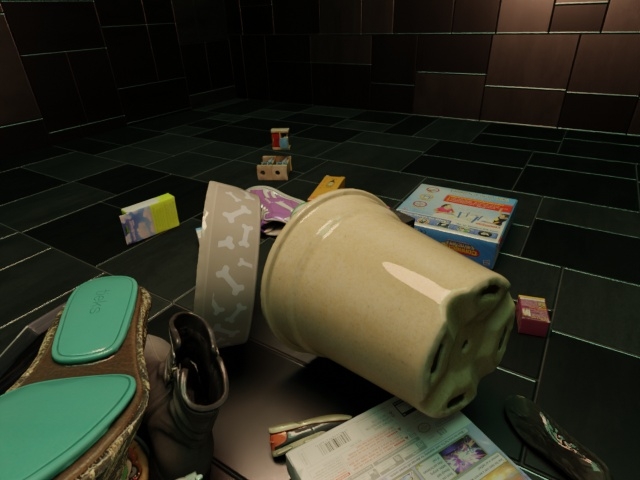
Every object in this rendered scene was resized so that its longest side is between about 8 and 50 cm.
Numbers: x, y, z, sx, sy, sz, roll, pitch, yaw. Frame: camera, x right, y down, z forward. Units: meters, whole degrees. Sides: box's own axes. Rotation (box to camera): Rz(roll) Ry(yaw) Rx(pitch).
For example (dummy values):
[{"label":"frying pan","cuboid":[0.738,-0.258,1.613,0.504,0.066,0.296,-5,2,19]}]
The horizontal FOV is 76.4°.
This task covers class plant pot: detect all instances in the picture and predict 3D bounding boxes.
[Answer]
[{"label":"plant pot","cuboid":[0.122,0.108,0.674,0.334,0.333,0.306,-23,31,-31]}]

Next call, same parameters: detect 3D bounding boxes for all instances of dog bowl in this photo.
[{"label":"dog bowl","cuboid":[-0.188,0.053,0.831,0.103,0.348,0.348,6,28,-12]}]

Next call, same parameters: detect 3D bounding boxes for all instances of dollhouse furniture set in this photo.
[{"label":"dollhouse furniture set","cuboid":[-0.197,-0.361,1.697,0.129,0.183,0.129,1,30,5]}]

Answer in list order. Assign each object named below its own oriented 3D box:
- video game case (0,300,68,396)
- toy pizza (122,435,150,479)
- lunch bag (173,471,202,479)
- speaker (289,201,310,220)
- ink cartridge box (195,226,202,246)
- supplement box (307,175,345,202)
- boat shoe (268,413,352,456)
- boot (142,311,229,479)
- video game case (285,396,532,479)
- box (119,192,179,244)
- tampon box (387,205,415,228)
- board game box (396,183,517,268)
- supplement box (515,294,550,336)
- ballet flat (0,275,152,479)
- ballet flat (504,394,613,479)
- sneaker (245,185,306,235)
[{"label":"video game case","cuboid":[-0.490,0.208,0.641,0.274,0.026,0.196,-49,11,1]},{"label":"toy pizza","cuboid":[-0.351,0.359,0.589,0.202,0.032,0.201,-2,29,1]},{"label":"lunch bag","cuboid":[-0.192,0.346,0.371,0.224,0.262,0.160,-18,33,-24]},{"label":"speaker","cuboid":[0.000,0.000,1.104,0.131,0.131,0.296,-10,31,-13]},{"label":"ink cartridge box","cuboid":[-0.348,-0.001,1.208,0.028,0.048,0.083,-13,31,-19]},{"label":"supplement box","cuboid":[0.024,-0.154,1.428,0.078,0.080,0.233,7,32,15]},{"label":"boat shoe","cuboid":[-0.014,0.308,0.649,0.137,0.049,0.043,-7,72,-13]},{"label":"boot","cuboid":[-0.229,0.201,0.650,0.118,0.222,0.338,-1,27,-39]},{"label":"video game case","cuboid":[0.126,0.342,0.556,0.270,0.061,0.244,-17,31,-24]},{"label":"box","cuboid":[-0.541,-0.069,1.280,0.043,0.108,0.178,27,41,35]},{"label":"tampon box","cuboid":[0.158,0.013,1.036,0.121,0.160,0.102,-22,35,-31]},{"label":"board game box","cuboid":[0.396,-0.058,1.221,0.309,0.086,0.302,15,34,28]},{"label":"supplement box","cuboid":[0.454,0.161,0.873,0.055,0.043,0.083,8,30,17]},{"label":"ballet flat","cuboid":[-0.275,0.196,0.472,0.164,0.181,0.483,-4,15,-15]},{"label":"ballet flat","cuboid":[0.358,0.310,0.629,0.057,0.049,0.173,-52,37,5]},{"label":"sneaker","cuboid":[-0.179,-0.095,1.316,0.283,0.102,0.161,16,37,29]}]
